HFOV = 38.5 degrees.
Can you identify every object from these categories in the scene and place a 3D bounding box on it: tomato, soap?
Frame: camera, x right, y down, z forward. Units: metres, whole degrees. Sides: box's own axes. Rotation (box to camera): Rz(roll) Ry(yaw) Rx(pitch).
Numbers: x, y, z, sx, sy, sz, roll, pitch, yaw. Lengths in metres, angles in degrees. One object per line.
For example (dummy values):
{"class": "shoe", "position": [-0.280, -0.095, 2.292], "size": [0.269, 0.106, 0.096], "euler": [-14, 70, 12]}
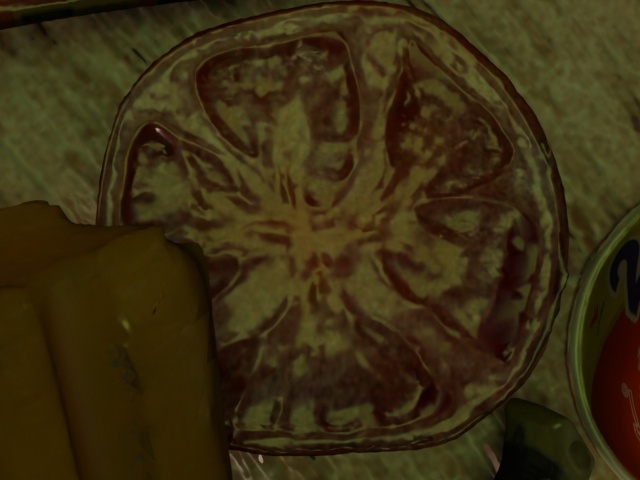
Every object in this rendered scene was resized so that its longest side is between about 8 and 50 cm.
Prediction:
{"class": "tomato", "position": [0.000, 0.000, 0.466], "size": [0.237, 0.095, 0.236], "euler": [0, 89, -4]}
{"class": "soap", "position": [-0.130, 0.163, 0.361], "size": [0.204, 0.096, 0.324], "euler": [-26, 121, -41]}

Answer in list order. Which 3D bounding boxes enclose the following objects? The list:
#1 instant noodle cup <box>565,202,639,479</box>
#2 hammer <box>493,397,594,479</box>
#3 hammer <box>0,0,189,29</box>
{"class": "instant noodle cup", "position": [0.240, 0.058, 0.424], "size": [0.213, 0.174, 0.213], "euler": [0, 88, 0]}
{"class": "hammer", "position": [0.063, 0.189, 0.458], "size": [0.226, 0.041, 0.158], "euler": [-52, 130, -17]}
{"class": "hammer", "position": [-0.086, -0.134, 0.479], "size": [0.288, 0.111, 0.033], "euler": [-12, 87, -9]}
